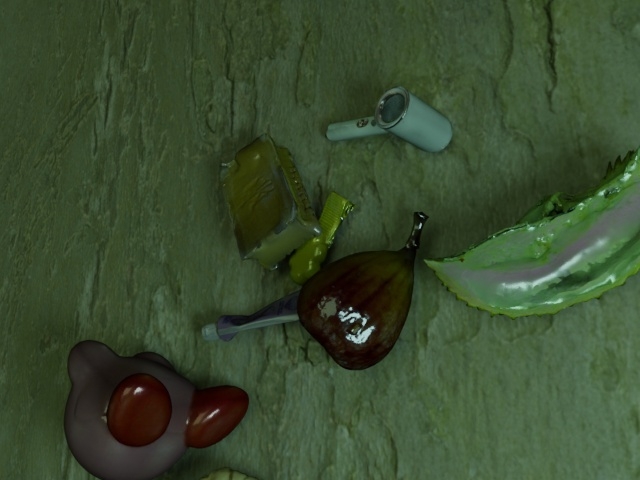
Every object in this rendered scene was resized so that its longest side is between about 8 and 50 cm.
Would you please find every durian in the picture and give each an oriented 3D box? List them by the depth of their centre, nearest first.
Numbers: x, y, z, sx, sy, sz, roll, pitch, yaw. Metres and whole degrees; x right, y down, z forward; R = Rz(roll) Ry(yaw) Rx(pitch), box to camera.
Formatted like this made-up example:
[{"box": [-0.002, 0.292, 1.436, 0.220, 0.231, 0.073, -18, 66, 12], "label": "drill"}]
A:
[{"box": [0.343, 0.002, 1.027, 0.355, 0.169, 0.158, -32, 61, 19], "label": "durian"}]

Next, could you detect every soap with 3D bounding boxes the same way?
[{"box": [-0.097, -0.072, 1.304, 0.135, 0.076, 0.233, -37, 50, 20], "label": "soap"}]

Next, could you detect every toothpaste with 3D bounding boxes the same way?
[{"box": [-0.067, 0.123, 1.263, 0.301, 0.048, 0.075, -17, 37, 13], "label": "toothpaste"}]

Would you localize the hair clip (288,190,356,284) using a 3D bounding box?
[{"box": [0.000, 0.000, 1.271, 0.072, 0.046, 0.173, 33, 91, 41], "label": "hair clip"}]

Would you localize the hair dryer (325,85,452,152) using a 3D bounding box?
[{"box": [0.100, -0.192, 1.269, 0.236, 0.131, 0.073, -5, 70, 46], "label": "hair dryer"}]

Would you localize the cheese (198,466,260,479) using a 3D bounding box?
[{"box": [-0.140, 0.474, 1.121, 0.214, 0.117, 0.226, -40, 69, -10], "label": "cheese"}]

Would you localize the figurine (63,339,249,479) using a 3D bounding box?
[{"box": [-0.308, 0.303, 1.213, 0.261, 0.269, 0.211, 15, 84, 39], "label": "figurine"}]

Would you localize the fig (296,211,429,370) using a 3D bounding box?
[{"box": [0.085, 0.067, 1.151, 0.170, 0.145, 0.274, 40, 79, -3], "label": "fig"}]
